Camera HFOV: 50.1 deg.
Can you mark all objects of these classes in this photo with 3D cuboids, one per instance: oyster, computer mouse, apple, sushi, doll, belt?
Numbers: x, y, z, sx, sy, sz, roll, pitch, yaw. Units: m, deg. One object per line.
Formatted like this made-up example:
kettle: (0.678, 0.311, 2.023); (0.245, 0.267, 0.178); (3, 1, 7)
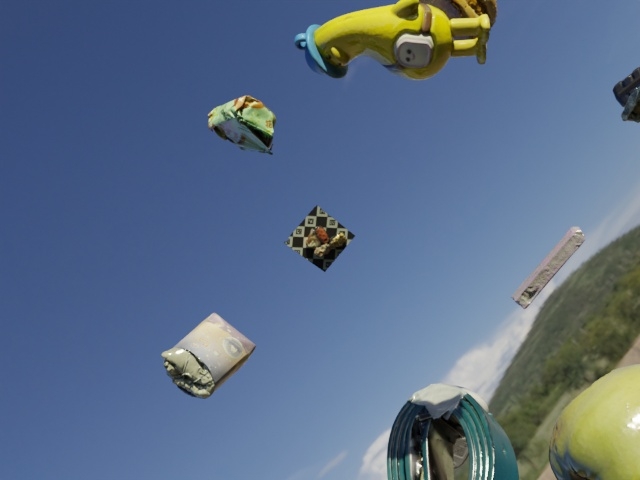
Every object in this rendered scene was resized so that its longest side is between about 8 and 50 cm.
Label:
oyster: (0.688, -0.291, 1.471); (0.100, 0.037, 0.098); (14, -87, -39)
computer mouse: (0.385, 0.545, 2.047); (0.121, 0.184, 0.296); (-66, -10, -58)
apple: (0.479, 0.315, 0.985); (0.279, 0.279, 0.279); (-41, -24, -22)
sushi: (0.000, 0.000, 1.607); (0.120, 0.126, 0.026); (-50, 15, 9)
doll: (0.130, -0.383, 1.293); (0.199, 0.363, 0.145); (79, -167, -59)
belt: (0.332, 0.574, 1.733); (0.300, 0.436, 0.173); (-27, -49, 23)

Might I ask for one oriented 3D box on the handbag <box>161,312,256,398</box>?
handbag: (-0.215, 0.222, 1.288); (0.095, 0.117, 0.173); (-59, -11, 30)

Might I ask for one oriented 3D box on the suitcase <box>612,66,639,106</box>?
suitcase: (0.870, -0.426, 1.643); (0.206, 0.066, 0.285); (-8, -23, -35)

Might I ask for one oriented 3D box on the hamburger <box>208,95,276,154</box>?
hamburger: (-0.222, -0.346, 2.124); (0.235, 0.214, 0.125); (26, -104, -30)

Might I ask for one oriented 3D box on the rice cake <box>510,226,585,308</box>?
rice cake: (0.688, 0.084, 2.068); (0.298, 0.050, 0.106); (-53, -8, 16)

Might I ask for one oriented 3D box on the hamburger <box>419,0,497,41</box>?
hamburger: (0.291, -0.520, 1.499); (0.118, 0.191, 0.182); (-46, -43, -10)
